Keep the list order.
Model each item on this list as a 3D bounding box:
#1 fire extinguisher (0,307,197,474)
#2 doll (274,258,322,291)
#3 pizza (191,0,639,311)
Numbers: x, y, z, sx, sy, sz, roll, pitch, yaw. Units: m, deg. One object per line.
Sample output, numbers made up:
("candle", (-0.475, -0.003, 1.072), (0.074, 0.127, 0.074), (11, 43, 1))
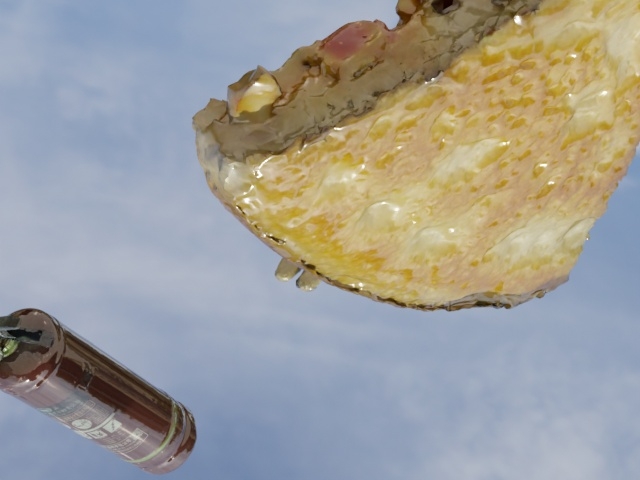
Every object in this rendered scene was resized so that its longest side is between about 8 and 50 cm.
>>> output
("fire extinguisher", (-0.121, 0.071, 0.677), (0.064, 0.158, 0.043), (-1, -118, 31))
("doll", (-0.001, 0.006, 1.113), (0.061, 0.051, 0.093), (23, -114, 7))
("pizza", (0.064, -0.063, 0.444), (0.188, 0.199, 0.062), (22, -153, -52))
